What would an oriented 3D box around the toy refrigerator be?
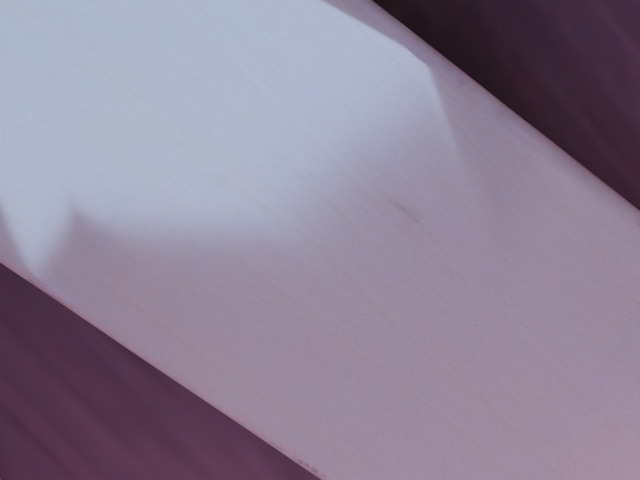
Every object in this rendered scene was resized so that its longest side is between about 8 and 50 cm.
[{"bbox_3d":[0.000,0.000,0.418,0.269,0.102,0.094,35,93,-17],"label":"toy refrigerator"}]
